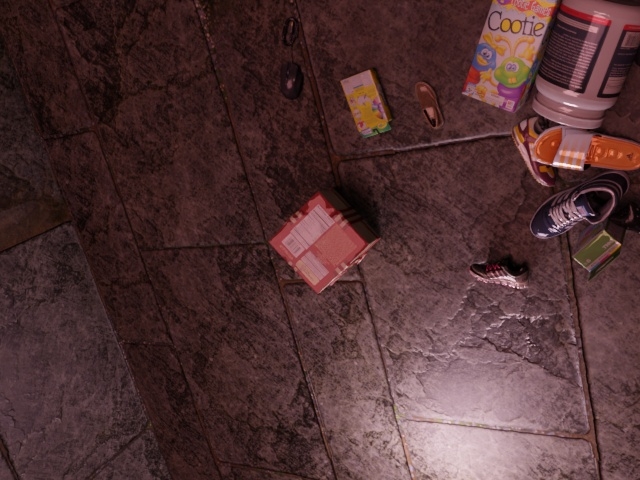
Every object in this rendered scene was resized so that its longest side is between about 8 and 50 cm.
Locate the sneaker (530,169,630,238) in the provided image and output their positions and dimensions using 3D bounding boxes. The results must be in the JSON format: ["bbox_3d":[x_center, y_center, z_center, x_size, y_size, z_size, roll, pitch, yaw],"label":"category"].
[{"bbox_3d":[0.636,-0.073,1.678,0.282,0.153,0.099,-37,90,39],"label":"sneaker"}]

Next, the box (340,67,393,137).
[{"bbox_3d":[0.137,-0.392,1.905,0.105,0.043,0.179,-12,104,35],"label":"box"}]

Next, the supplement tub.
[{"bbox_3d":[0.605,-0.412,1.505,0.191,0.191,0.272,24,123,20],"label":"supplement tub"}]

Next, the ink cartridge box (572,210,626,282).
[{"bbox_3d":[0.691,0.007,1.647,0.062,0.209,0.109,42,128,5],"label":"ink cartridge box"}]

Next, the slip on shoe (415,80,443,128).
[{"bbox_3d":[0.295,-0.370,1.817,0.051,0.041,0.135,-14,105,36],"label":"slip on shoe"}]

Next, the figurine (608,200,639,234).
[{"bbox_3d":[0.834,-0.061,1.571,0.209,0.092,0.215,35,127,-4],"label":"figurine"}]

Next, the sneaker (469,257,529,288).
[{"bbox_3d":[0.512,0.081,1.893,0.170,0.063,0.075,13,119,21],"label":"sneaker"}]

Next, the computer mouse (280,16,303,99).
[{"bbox_3d":[-0.092,-0.538,1.978,0.071,0.041,0.242,13,119,28],"label":"computer mouse"}]

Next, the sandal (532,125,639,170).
[{"bbox_3d":[0.656,-0.218,1.611,0.265,0.076,0.102,8,111,13],"label":"sandal"}]

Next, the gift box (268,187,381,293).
[{"bbox_3d":[0.000,0.000,2.034,0.276,0.258,0.255,-40,86,14],"label":"gift box"}]

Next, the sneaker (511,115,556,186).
[{"bbox_3d":[0.567,-0.227,1.700,0.084,0.069,0.185,-29,98,39],"label":"sneaker"}]

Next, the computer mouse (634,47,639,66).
[{"bbox_3d":[0.777,-0.489,1.416,0.262,0.060,0.184,-11,79,53],"label":"computer mouse"}]

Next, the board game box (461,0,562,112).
[{"bbox_3d":[0.466,-0.473,1.594,0.144,0.142,0.275,26,124,19],"label":"board game box"}]
